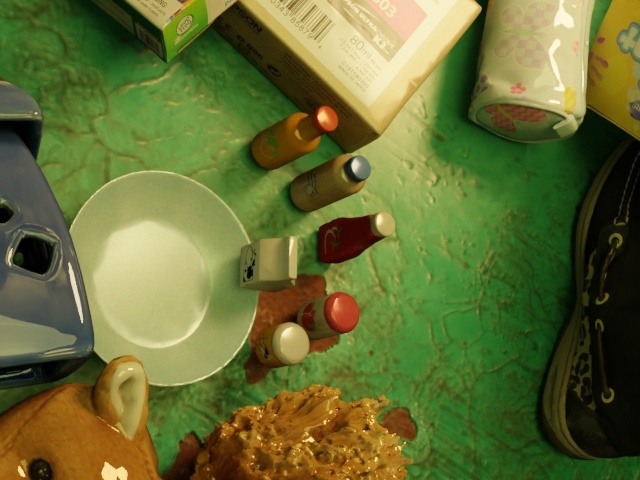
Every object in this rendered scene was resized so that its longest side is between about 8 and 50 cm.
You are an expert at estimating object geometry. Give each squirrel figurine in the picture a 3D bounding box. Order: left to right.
[{"bbox_3d":[-0.100,0.267,0.721,0.397,0.281,0.370,-25,78,-43],"label":"squirrel figurine"}]

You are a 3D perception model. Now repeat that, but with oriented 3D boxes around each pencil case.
[{"bbox_3d":[0.243,-0.243,0.975,0.124,0.113,0.273,11,77,16],"label":"pencil case"}]

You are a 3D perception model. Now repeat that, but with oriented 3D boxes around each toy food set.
[{"bbox_3d":[0.000,0.000,0.836,0.111,0.104,0.232,12,70,-33],"label":"toy food set"}]

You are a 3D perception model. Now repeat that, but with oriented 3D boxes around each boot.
[{"bbox_3d":[0.375,0.047,0.898,0.138,0.284,0.377,26,75,-17],"label":"boot"}]

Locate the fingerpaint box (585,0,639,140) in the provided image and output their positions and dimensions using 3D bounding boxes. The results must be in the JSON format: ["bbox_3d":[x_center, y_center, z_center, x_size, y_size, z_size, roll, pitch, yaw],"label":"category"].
[{"bbox_3d":[0.539,-0.101,0.882,0.371,0.445,0.163,5,119,-27],"label":"fingerpaint box"}]

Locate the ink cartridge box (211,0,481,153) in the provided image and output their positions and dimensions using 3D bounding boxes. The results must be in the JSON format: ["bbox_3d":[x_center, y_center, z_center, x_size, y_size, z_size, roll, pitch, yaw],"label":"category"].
[{"bbox_3d":[0.015,-0.238,0.900,0.234,0.088,0.193,42,71,-11],"label":"ink cartridge box"}]

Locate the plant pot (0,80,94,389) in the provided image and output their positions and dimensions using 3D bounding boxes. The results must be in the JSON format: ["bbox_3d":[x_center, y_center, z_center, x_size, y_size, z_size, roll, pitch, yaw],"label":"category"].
[{"bbox_3d":[-0.306,0.007,0.663,0.236,0.236,0.212,-5,78,-22],"label":"plant pot"}]

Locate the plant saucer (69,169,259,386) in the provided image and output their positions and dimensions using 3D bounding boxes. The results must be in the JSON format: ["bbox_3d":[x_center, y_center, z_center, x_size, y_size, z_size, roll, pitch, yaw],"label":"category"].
[{"bbox_3d":[-0.145,0.035,0.808,0.195,0.037,0.195,11,72,-37],"label":"plant saucer"}]

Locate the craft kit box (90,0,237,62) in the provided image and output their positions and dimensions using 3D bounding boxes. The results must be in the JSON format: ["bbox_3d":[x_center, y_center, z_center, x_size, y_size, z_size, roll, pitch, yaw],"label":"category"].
[{"bbox_3d":[-0.140,-0.317,0.809,0.250,0.061,0.246,39,69,13],"label":"craft kit box"}]
